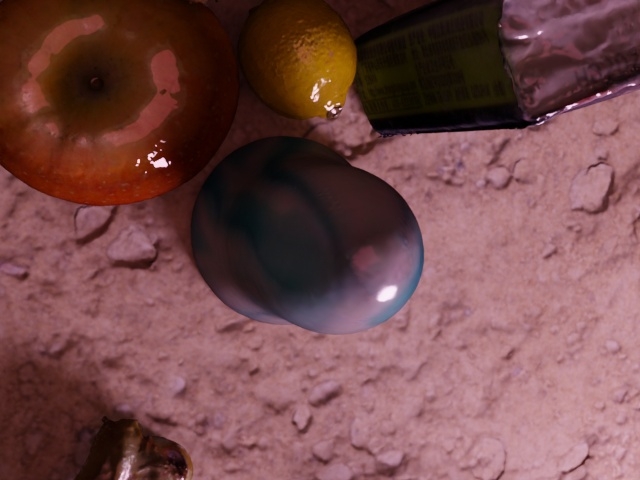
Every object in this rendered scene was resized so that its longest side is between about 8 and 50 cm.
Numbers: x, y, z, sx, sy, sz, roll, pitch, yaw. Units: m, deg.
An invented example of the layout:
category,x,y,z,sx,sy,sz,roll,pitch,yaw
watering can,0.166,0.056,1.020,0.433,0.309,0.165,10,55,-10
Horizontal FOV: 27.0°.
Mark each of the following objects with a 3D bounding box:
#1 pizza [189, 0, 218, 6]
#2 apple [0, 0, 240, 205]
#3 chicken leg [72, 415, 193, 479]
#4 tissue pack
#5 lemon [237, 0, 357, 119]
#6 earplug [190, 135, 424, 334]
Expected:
category,x,y,z,sx,sy,sz,roll,pitch,yaw
pizza,-0.098,-0.272,1.099,0.226,0.069,0.147,-23,112,23
apple,-0.192,-0.134,1.175,0.235,0.173,0.210,20,87,-4
chicken leg,-0.290,0.301,1.198,0.211,0.140,0.361,39,73,-33
tissue pack,0.212,-0.182,1.154,0.288,0.394,0.124,-19,98,-13
lemon,-0.020,-0.171,1.245,0.109,0.109,0.133,-37,86,-9
earplug,0.000,0.000,1.148,0.185,0.324,0.185,-1,94,-13
